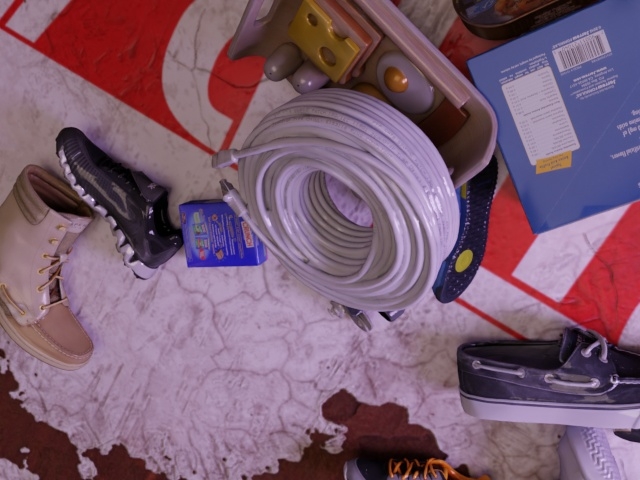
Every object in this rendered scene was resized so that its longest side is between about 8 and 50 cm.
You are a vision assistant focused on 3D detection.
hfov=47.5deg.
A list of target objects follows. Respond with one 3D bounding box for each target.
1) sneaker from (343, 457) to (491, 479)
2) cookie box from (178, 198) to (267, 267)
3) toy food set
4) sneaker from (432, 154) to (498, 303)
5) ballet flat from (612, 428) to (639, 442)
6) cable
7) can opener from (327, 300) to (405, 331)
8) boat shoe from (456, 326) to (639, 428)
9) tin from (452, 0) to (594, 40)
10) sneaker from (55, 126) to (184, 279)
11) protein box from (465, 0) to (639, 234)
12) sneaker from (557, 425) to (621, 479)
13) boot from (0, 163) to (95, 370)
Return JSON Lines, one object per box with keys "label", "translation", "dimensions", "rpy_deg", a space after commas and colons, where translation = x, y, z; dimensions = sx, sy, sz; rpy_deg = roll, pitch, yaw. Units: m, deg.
{"label": "sneaker", "translation": [0.137, 0.334, 0.997], "dimensions": [0.214, 0.084, 0.083], "rpy_deg": [17, 107, 1]}
{"label": "cookie box", "translation": [-0.132, -0.010, 0.993], "dimensions": [0.107, 0.040, 0.092], "rpy_deg": [-1, 104, 16]}
{"label": "toy food set", "translation": [0.030, -0.158, 0.815], "dimensions": [0.306, 0.092, 0.220], "rpy_deg": [45, 153, -1]}
{"label": "sneaker", "translation": [0.160, -0.025, 0.903], "dimensions": [0.082, 0.069, 0.209], "rpy_deg": [29, 125, 41]}
{"label": "ballet flat", "translation": [0.453, 0.225, 0.899], "dimensions": [0.173, 0.057, 0.049], "rpy_deg": [-9, 62, 17]}
{"label": "cable", "translation": [0.026, -0.039, 0.798], "dimensions": [0.257, 0.089, 0.257], "rpy_deg": [-21, 108, 48]}
{"label": "can opener", "translation": [0.000, 0.000, 0.954], "dimensions": [0.093, 0.074, 0.280], "rpy_deg": [-38, 95, -13]}
{"label": "boat shoe", "translation": [0.316, 0.157, 0.885], "dimensions": [0.301, 0.108, 0.102], "rpy_deg": [-4, 105, 24]}
{"label": "tin", "translation": [0.238, -0.288, 0.789], "dimensions": [0.189, 0.040, 0.106], "rpy_deg": [-20, 66, 20]}
{"label": "sneaker", "translation": [-0.265, -0.066, 1.000], "dimensions": [0.106, 0.078, 0.234], "rpy_deg": [-29, 100, 18]}
{"label": "protein box", "translation": [0.290, -0.143, 0.786], "dimensions": [0.199, 0.136, 0.201], "rpy_deg": [-21, 98, 20]}
{"label": "sneaker", "translation": [0.291, 0.407, 0.937], "dimensions": [0.210, 0.137, 0.366], "rpy_deg": [-8, 106, 15]}
{"label": "boot", "translation": [-0.387, 0.042, 1.055], "dimensions": [0.203, 0.095, 0.262], "rpy_deg": [-42, 87, 20]}
